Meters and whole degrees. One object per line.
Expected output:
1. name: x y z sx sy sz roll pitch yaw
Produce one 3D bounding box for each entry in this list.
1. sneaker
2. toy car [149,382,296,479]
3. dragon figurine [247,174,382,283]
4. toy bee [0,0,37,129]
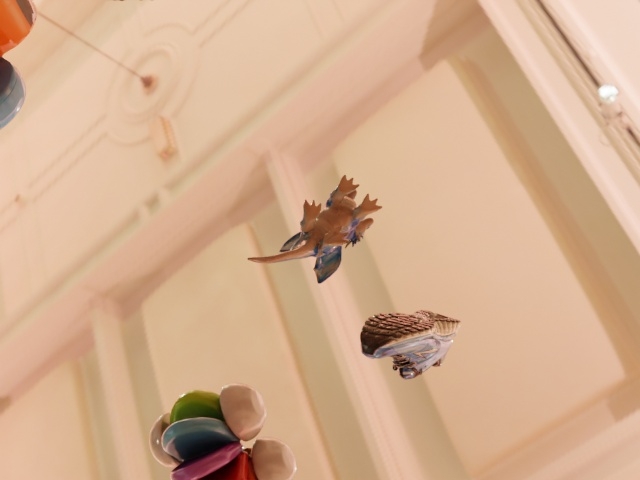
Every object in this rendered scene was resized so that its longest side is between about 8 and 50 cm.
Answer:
1. sneaker: 0.099 0.119 1.092 0.063 0.162 0.073 16 -82 38
2. toy car: -0.133 0.277 1.253 0.159 0.136 0.182 -25 -83 19
3. dragon figurine: 0.000 0.000 1.447 0.085 0.289 0.144 39 -40 9
4. toy bee: -0.248 -0.133 0.666 0.162 0.298 0.195 44 -37 44
